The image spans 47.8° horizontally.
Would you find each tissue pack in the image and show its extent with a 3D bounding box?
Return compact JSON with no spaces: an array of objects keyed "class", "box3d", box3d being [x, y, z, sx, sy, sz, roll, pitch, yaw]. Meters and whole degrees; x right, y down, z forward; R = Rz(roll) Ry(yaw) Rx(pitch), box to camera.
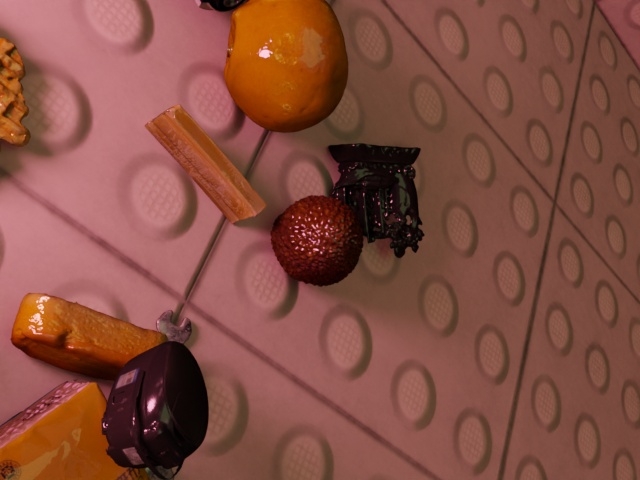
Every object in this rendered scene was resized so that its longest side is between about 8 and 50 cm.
[{"class":"tissue pack","box3d":[-0.392,0.342,0.994,0.271,0.134,0.192,-38,106,-42]}]

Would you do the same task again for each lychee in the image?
[{"class":"lychee","box3d":[0.001,0.000,1.428,0.194,0.194,0.195,13,71,-41]}]

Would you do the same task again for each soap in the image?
[{"class":"soap","box3d":[-0.208,-0.136,1.321,0.252,0.092,0.037,51,52,-22]}]

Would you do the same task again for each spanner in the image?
[{"class":"spanner","box3d":[-0.261,0.267,1.219,0.071,0.017,0.302,19,66,-38]}]

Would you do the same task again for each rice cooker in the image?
[{"class":"rice cooker","box3d":[-0.230,0.238,1.030,0.203,0.118,0.142,-84,152,-57]}]

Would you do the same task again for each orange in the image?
[{"class":"orange","box3d":[-0.071,-0.349,1.394,0.235,0.279,0.279,-6,83,-14]}]

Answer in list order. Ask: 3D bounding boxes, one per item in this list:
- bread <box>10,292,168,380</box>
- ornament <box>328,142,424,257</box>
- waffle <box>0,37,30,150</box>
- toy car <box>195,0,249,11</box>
[{"class":"bread","box3d":[-0.347,0.155,1.109,0.245,0.102,0.095,27,59,-38]},{"class":"ornament","box3d":[0.132,-0.090,1.639,0.251,0.106,0.261,0,88,-36]},{"class":"waffle","box3d":[-0.573,-0.230,1.024,0.311,0.060,0.307,-28,99,-45]},{"class":"toy car","box3d":[-0.174,-0.543,1.441,0.301,0.118,0.193,-21,75,-40]}]
